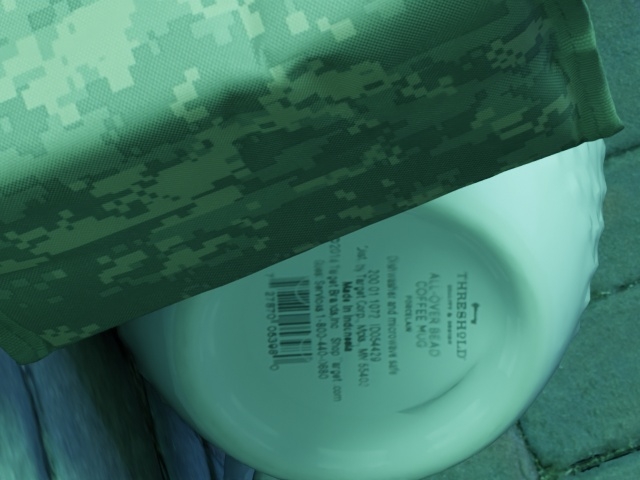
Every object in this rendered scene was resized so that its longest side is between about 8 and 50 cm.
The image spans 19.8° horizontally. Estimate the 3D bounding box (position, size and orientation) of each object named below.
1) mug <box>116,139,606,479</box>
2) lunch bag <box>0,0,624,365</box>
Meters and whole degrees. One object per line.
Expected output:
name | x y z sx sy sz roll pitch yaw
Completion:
mug | 0.000 0.000 0.960 0.328 0.276 0.374 -96 -163 -58
lunch bag | -0.061 -0.137 0.631 0.169 0.235 0.287 50 19 -65
